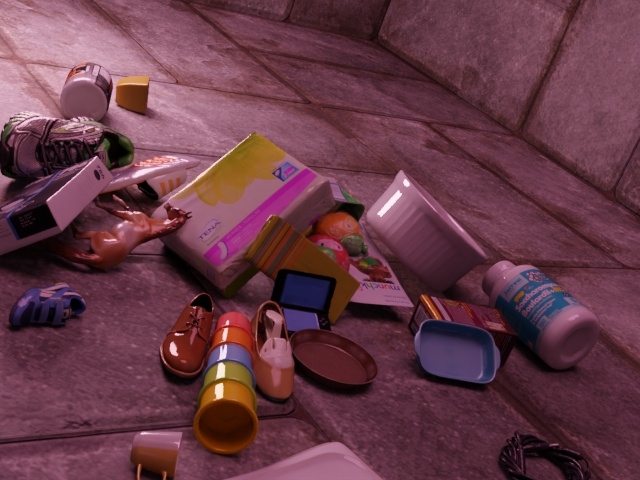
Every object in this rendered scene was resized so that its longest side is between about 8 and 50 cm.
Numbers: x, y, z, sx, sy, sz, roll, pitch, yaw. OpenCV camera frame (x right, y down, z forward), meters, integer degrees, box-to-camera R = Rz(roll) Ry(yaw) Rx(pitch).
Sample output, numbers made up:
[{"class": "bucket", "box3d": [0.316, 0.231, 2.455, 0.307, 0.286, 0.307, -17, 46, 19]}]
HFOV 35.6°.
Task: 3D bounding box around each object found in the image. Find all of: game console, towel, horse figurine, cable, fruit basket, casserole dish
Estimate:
[{"class": "game console", "box3d": [-0.028, 0.121, 1.845, 0.122, 0.071, 0.107, 11, 43, -23]}, {"class": "towel", "box3d": [-0.033, 0.056, 1.878, 0.237, 0.102, 0.021, 39, -8, -27]}, {"class": "horse figurine", "box3d": [-0.386, -0.015, 1.835, 0.174, 0.066, 0.263, 30, 40, 22]}, {"class": "cable", "box3d": [0.377, 0.379, 1.687, 0.150, 0.047, 0.184, 31, 25, 22]}, {"class": "fruit basket", "box3d": [0.000, 0.000, 2.066, 0.327, 0.165, 0.353, 8, 29, -29]}, {"class": "casserole dish", "box3d": [0.255, 0.216, 1.905, 0.188, 0.037, 0.114, 12, 64, -20]}]

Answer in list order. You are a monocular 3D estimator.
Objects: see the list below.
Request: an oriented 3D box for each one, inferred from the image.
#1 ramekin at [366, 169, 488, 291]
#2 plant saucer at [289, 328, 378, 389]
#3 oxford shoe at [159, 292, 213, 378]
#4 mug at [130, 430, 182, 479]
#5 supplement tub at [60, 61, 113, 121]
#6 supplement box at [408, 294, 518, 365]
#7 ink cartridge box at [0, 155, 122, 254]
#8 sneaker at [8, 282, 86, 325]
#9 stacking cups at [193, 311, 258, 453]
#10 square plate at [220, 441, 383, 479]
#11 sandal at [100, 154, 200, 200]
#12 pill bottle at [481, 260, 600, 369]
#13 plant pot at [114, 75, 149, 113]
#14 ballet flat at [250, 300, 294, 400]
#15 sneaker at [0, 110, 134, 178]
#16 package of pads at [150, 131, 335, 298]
[{"class": "ramekin", "box3d": [0.230, -0.014, 2.221, 0.277, 0.135, 0.277, 45, 9, -9]}, {"class": "plant saucer", "box3d": [0.020, 0.214, 1.768, 0.168, 0.029, 0.168, 18, 23, -8]}, {"class": "oxford shoe", "box3d": [-0.215, 0.152, 1.642, 0.076, 0.076, 0.212, 20, 24, -9]}, {"class": "mug", "box3d": [-0.223, 0.288, 1.345, 0.064, 0.062, 0.078, 11, 17, -5]}, {"class": "supplement tub", "box3d": [-0.571, -0.367, 2.445, 0.117, 0.117, 0.190, 15, 22, -15]}, {"class": "supplement box", "box3d": [0.287, 0.181, 2.009, 0.188, 0.081, 0.104, 12, 24, -21]}, {"class": "ink cartridge box", "box3d": [-0.490, -0.072, 1.805, 0.165, 0.065, 0.333, -20, 16, 13]}, {"class": "sneaker", "box3d": [-0.431, 0.106, 1.580, 0.059, 0.053, 0.144, 32, 25, 19]}, {"class": "stacking cups", "box3d": [-0.143, 0.201, 1.562, 0.096, 0.096, 0.316, 17, 23, -11]}, {"class": "square plate", "box3d": [0.027, 0.398, 1.330, 0.347, 0.049, 0.344, 37, 28, 33]}, {"class": "sandal", "box3d": [-0.379, -0.120, 2.128, 0.265, 0.076, 0.102, -20, 24, -30]}, {"class": "pill bottle", "box3d": [0.465, 0.150, 2.157, 0.146, 0.146, 0.264, 3, 28, -37]}, {"class": "plant pot", "box3d": [-0.495, -0.386, 2.614, 0.083, 0.082, 0.081, 5, 25, -8]}, {"class": "ballet flat", "box3d": [-0.085, 0.179, 1.695, 0.080, 0.073, 0.232, 13, 24, -18]}, {"class": "sneaker", "box3d": [-0.516, -0.194, 2.039, 0.146, 0.134, 0.343, 14, 18, 27]}, {"class": "package of pads", "box3d": [-0.155, -0.059, 1.941, 0.296, 0.101, 0.229, -42, 55, -19]}]
